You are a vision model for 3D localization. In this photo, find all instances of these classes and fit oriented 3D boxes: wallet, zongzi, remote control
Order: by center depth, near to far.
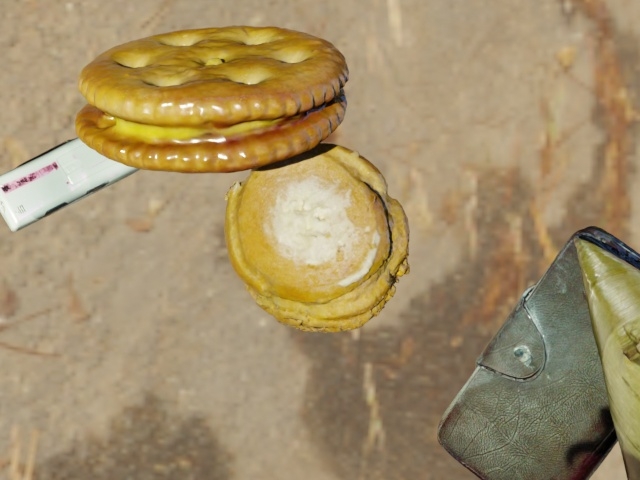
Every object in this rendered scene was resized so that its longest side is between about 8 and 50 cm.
[{"bbox_3d":[0.324,0.199,1.464,0.160,0.360,0.323,-14,123,-22],"label":"zongzi"},{"bbox_3d":[0.253,0.142,1.658,0.318,0.172,0.045,-59,168,31],"label":"wallet"},{"bbox_3d":[-0.266,-0.074,1.691,0.166,0.029,0.065,-28,81,-23],"label":"remote control"}]

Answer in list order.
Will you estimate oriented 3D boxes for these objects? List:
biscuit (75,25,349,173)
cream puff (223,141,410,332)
[{"bbox_3d":[-0.085,-0.116,1.272,0.220,0.220,0.066,-30,126,-48],"label":"biscuit"},{"bbox_3d":[0.000,0.000,1.314,0.115,0.150,0.165,66,23,-68],"label":"cream puff"}]
